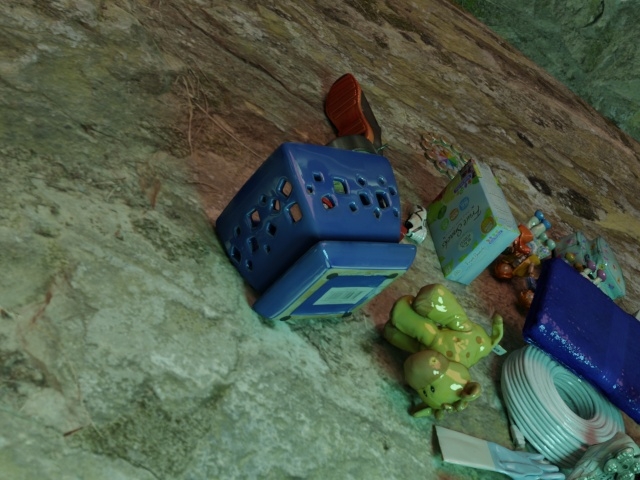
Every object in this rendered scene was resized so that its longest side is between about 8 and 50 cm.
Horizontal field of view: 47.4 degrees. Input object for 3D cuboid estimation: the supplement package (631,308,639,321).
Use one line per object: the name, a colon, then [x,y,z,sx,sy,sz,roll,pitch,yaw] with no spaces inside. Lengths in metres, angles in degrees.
supplement package: [0.714,0.296,1.568,0.244,0.139,0.134,48,37,11]

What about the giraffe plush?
giraffe plush: [0.195,0.201,1.194,0.210,0.181,0.170,22,47,5]

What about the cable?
cable: [0.452,0.303,1.367,0.257,0.089,0.257,17,41,-28]

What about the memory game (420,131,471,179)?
memory game: [0.335,-0.217,1.900,0.186,0.012,0.186,24,38,-21]

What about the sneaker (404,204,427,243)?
sneaker: [0.202,-0.042,1.565,0.044,0.040,0.109,24,38,-17]

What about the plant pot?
plant pot: [0.000,0.000,1.182,0.236,0.236,0.212,2,56,-40]

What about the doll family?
doll family: [0.484,0.073,1.610,0.163,0.118,0.263,-33,64,-18]

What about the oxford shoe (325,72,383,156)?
oxford shoe: [0.082,-0.279,1.693,0.098,0.097,0.271,35,35,-42]

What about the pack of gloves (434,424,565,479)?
pack of gloves: [0.293,0.394,1.140,0.232,0.046,0.195,17,23,-10]

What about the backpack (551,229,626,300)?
backpack: [0.629,0.068,1.729,0.166,0.144,0.188,47,23,-27]

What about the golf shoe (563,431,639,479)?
golf shoe: [0.456,0.387,1.218,0.069,0.176,0.086,46,20,-11]

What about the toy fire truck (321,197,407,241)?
toy fire truck: [0.070,-0.036,1.433,0.192,0.047,0.135,37,35,-2]

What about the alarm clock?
alarm clock: [0.035,-0.154,1.470,0.192,0.129,0.064,-9,53,-22]

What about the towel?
towel: [0.528,0.194,1.402,0.308,0.076,0.227,39,44,-5]

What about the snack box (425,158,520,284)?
snack box: [0.315,-0.040,1.548,0.070,0.174,0.207,16,40,-27]
